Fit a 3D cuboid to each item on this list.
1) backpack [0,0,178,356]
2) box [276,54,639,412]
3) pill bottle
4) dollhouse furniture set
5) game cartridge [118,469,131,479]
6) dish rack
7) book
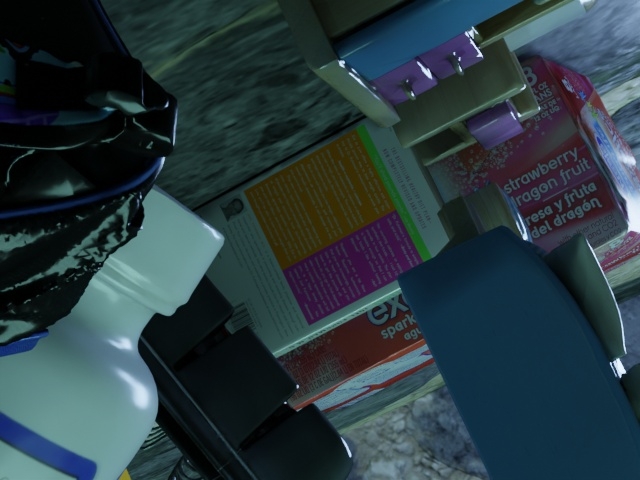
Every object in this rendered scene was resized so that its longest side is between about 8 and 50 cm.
[{"bbox_3d":[-0.141,-0.037,0.373,0.173,0.158,0.117,-15,158,-31],"label":"backpack"},{"bbox_3d":[0.069,0.002,1.068,0.257,0.122,0.128,-29,168,19],"label":"box"},{"bbox_3d":[-0.159,0.077,0.667,0.272,0.152,0.152,-55,168,-2],"label":"pill bottle"},{"bbox_3d":[0.152,-0.005,0.760,0.198,0.303,0.286,-26,169,10],"label":"dollhouse furniture set"},{"bbox_3d":[-0.151,0.246,1.300,0.053,0.285,0.323,-24,168,-4],"label":"game cartridge"},{"bbox_3d":[-0.080,0.087,0.968,0.074,0.208,0.271,-38,174,-17],"label":"dish rack"},{"bbox_3d":[0.000,0.000,0.982,0.144,0.096,0.035,-27,169,12],"label":"book"}]
